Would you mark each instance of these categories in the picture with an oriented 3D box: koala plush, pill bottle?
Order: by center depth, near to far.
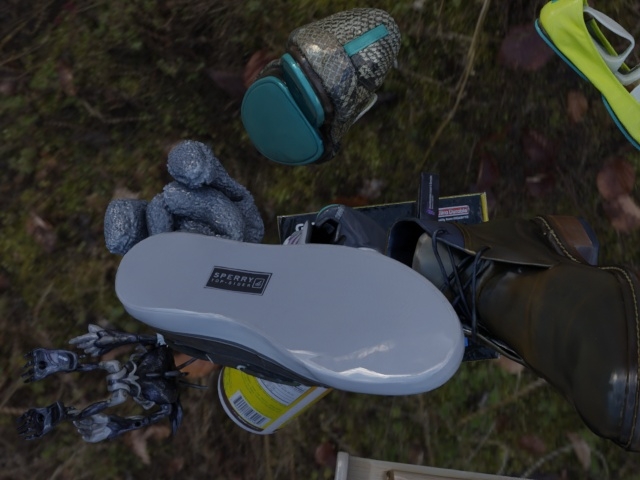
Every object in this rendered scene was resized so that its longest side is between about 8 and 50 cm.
[{"bbox_3d":[-0.034,0.155,1.458,0.117,0.117,0.215,41,132,-7],"label":"pill bottle"},{"bbox_3d":[-0.162,0.022,1.526,0.196,0.221,0.203,-40,123,18],"label":"koala plush"}]

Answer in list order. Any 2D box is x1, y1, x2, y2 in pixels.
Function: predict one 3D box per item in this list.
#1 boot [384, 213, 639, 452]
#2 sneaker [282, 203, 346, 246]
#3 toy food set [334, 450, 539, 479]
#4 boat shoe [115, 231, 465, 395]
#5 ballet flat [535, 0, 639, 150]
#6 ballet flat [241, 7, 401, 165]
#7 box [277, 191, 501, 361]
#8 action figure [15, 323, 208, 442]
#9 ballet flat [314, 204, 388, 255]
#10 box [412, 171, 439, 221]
[{"bbox_3d":[0.088,0.038,0.543,0.106,0.219,0.082,5,105,-1],"label":"boot"},{"bbox_3d":[0.000,0.000,0.809,0.038,0.098,0.069,21,115,-13],"label":"sneaker"},{"bbox_3d":[0.142,0.295,0.910,0.306,0.092,0.220,11,74,-17],"label":"toy food set"},{"bbox_3d":[-0.010,0.028,0.405,0.142,0.049,0.040,12,150,33],"label":"boat shoe"},{"bbox_3d":[0.349,-0.200,1.344,0.077,0.077,0.231,-34,109,32],"label":"ballet flat"},{"bbox_3d":[0.015,-0.208,1.550,0.182,0.483,0.164,-32,92,-12],"label":"ballet flat"},{"bbox_3d":[0.106,0.069,1.763,0.322,0.079,0.257,-6,92,3],"label":"box"},{"bbox_3d":[-0.280,0.187,1.518,0.141,0.275,0.164,-8,83,35],"label":"action figure"},{"bbox_3d":[0.062,0.044,1.188,0.074,0.074,0.203,-23,131,19],"label":"ballet flat"},{"bbox_3d":[0.143,-0.001,1.594,0.029,0.116,0.162,4,144,1],"label":"box"}]
